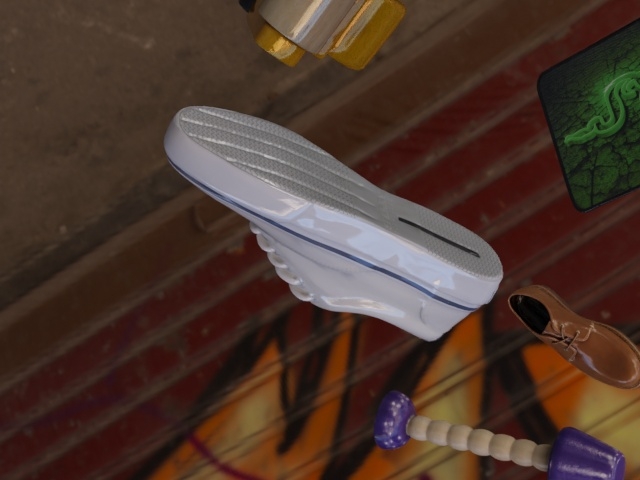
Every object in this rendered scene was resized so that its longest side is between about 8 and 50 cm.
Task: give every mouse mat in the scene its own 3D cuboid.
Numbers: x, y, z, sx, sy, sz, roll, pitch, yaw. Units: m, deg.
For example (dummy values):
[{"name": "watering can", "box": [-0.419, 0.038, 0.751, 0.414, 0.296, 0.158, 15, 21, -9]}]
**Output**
[{"name": "mouse mat", "box": [0.293, -0.126, 1.047, 0.007, 0.152, 0.190, 1, 159, -44]}]

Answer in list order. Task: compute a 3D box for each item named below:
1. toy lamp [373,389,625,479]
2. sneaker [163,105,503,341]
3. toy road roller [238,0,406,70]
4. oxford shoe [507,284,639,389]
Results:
[{"name": "toy lamp", "box": [0.196, 0.226, 1.234, 0.080, 0.275, 0.080, -25, 120, -53]}, {"name": "sneaker", "box": [0.000, 0.000, 0.771, 0.258, 0.094, 0.091, 28, 118, -13]}, {"name": "toy road roller", "box": [0.025, -0.380, 1.813, 0.241, 0.329, 0.202, 32, 107, -19]}, {"name": "oxford shoe", "box": [0.333, 0.132, 1.478, 0.076, 0.212, 0.076, 2, 117, -52]}]
